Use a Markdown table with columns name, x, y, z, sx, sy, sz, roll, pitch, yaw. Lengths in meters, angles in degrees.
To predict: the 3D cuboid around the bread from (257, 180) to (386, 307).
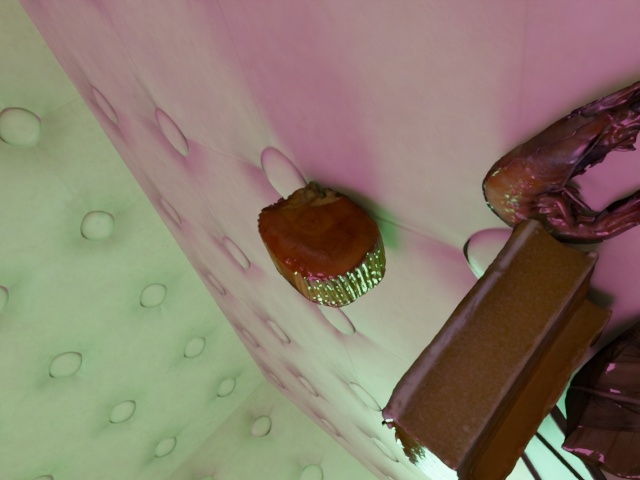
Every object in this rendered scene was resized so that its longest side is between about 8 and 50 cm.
| name | x | y | z | sx | sy | sz | roll | pitch | yaw |
| --- | --- | --- | --- | --- | --- | --- | --- | --- | --- |
| bread | 0.000 | 0.000 | 0.787 | 0.250 | 0.179 | 0.133 | 40 | 164 | 39 |

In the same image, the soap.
| name | x | y | z | sx | sy | sz | roll | pitch | yaw |
| --- | --- | --- | --- | --- | --- | --- | --- | --- | --- |
| soap | 0.208 | 0.154 | 0.516 | 0.143 | 0.281 | 0.259 | 32 | 160 | 38 |

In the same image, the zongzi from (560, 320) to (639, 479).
| name | x | y | z | sx | sy | sz | roll | pitch | yaw |
| --- | --- | --- | --- | --- | --- | --- | --- | --- | --- |
| zongzi | 0.386 | 0.171 | 0.564 | 0.094 | 0.204 | 0.205 | 18 | -176 | 28 |

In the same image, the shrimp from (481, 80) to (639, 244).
| name | x | y | z | sx | sy | sz | roll | pitch | yaw |
| --- | --- | --- | --- | --- | --- | --- | --- | --- | --- |
| shrimp | 0.261 | -0.063 | 0.424 | 0.144 | 0.052 | 0.251 | 35 | 162 | 4 |

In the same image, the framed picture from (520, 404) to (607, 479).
| name | x | y | z | sx | sy | sz | roll | pitch | yaw |
| --- | --- | --- | --- | --- | --- | --- | --- | --- | --- |
| framed picture | 0.370 | 0.346 | 0.710 | 0.324 | 0.020 | 0.240 | 61 | 169 | 25 |
